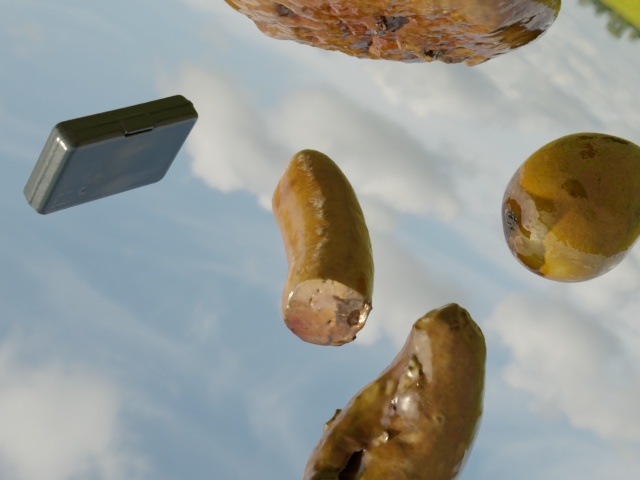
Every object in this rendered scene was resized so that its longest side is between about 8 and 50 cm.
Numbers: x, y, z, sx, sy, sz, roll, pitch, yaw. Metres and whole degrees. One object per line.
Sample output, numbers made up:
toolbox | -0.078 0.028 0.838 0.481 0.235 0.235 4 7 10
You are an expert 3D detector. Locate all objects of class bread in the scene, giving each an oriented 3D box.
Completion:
bread | 0.056 -0.245 1.064 0.312 0.172 0.312 11 177 1

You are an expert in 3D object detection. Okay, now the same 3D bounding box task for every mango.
mango | 0.288 -0.045 1.397 0.151 0.120 0.221 45 -125 3

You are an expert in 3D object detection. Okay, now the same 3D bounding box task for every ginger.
ginger | 0.095 0.229 1.490 0.165 0.321 0.172 22 164 34

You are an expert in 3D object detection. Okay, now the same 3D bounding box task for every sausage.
sausage | 0.001 -0.002 1.374 0.109 0.109 0.270 28 -152 -26

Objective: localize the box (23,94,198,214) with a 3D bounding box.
box | -0.284 -0.117 1.734 0.230 0.160 0.050 -20 -114 -44
